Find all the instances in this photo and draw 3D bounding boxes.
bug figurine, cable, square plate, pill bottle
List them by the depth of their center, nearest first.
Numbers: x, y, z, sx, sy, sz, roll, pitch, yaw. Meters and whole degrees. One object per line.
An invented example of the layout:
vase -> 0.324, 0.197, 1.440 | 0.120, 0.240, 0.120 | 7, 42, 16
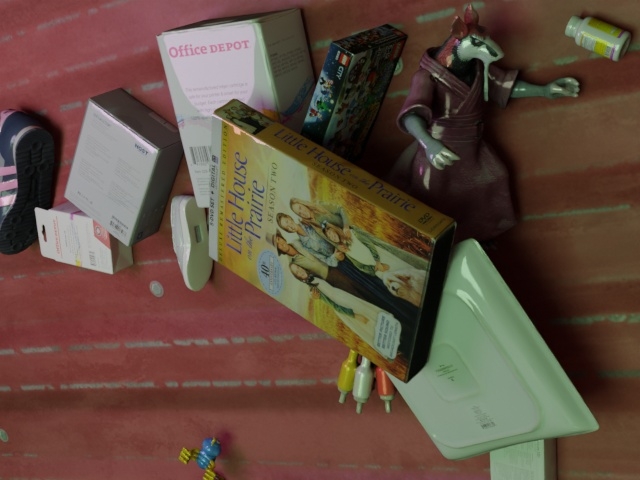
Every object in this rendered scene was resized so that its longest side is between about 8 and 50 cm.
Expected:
pill bottle -> 0.382, -0.281, 1.528 | 0.083, 0.043, 0.043 | 29, 124, 22
square plate -> 0.212, 0.193, 1.729 | 0.344, 0.049, 0.347 | 56, 142, -4
cable -> 0.089, 0.163, 1.906 | 0.139, 0.072, 0.287 | 6, 113, 27
bug figurine -> -0.171, 0.519, 2.241 | 0.279, 0.072, 0.216 | 40, 133, 9

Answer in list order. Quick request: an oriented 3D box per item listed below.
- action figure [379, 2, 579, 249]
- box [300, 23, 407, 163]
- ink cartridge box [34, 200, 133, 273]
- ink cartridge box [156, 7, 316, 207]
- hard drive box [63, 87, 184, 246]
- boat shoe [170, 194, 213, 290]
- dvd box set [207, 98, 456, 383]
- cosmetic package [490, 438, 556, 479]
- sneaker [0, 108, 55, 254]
action figure -> 0.199, -0.173, 1.646 | 0.276, 0.248, 0.370 | 37, 132, 51
box -> 0.042, -0.212, 1.721 | 0.044, 0.159, 0.233 | 34, 126, 21
ink cartridge box -> -0.476, -0.011, 2.228 | 0.198, 0.067, 0.115 | 12, 115, 29
ink cartridge box -> -0.121, -0.217, 1.851 | 0.226, 0.131, 0.306 | 1, 110, 35
hard drive box -> -0.369, -0.137, 2.085 | 0.181, 0.089, 0.232 | 36, 126, 17
boat shoe -> -0.250, 0.003, 2.082 | 0.063, 0.066, 0.184 | 14, 120, 45
dvd box set -> 0.000, 0.000, 1.705 | 0.420, 0.062, 0.308 | 32, 137, 25
cosmetic package -> 0.339, 0.404, 1.842 | 0.099, 0.060, 0.239 | 9, 115, 34
sneaker -> -0.623, -0.123, 2.275 | 0.131, 0.112, 0.319 | 44, 127, 33
